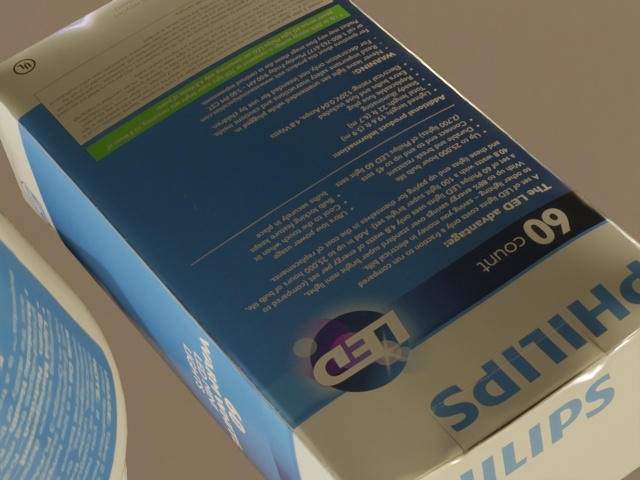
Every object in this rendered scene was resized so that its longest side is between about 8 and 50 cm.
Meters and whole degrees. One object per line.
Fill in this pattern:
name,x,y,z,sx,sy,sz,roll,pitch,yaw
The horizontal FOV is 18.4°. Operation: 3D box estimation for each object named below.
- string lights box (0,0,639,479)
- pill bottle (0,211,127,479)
string lights box,0.000,0.000,0.708,0.133,0.077,0.260,-31,-130,-16
pill bottle,-0.119,0.041,0.493,0.124,0.221,0.124,-3,-111,9
